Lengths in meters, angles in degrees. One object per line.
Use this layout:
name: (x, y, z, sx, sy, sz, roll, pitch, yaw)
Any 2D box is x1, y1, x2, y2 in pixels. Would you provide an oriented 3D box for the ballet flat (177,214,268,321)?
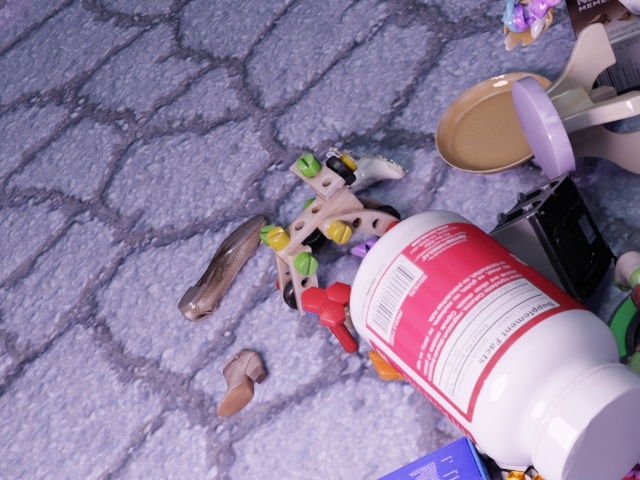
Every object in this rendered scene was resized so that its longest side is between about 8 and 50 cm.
ballet flat: (-0.168, 0.052, 2.211, 0.084, 0.058, 0.250, -12, 36, 54)

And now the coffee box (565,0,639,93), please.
coffee box: (0.585, -0.376, 2.071, 0.297, 0.119, 0.168, -18, 44, 17)

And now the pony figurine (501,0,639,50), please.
pony figurine: (0.454, -0.498, 2.016, 0.363, 0.303, 0.351, -60, 13, -24)

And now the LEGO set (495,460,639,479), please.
LEGO set: (0.323, 0.345, 1.610, 0.227, 0.093, 0.087, 1, 21, 39)

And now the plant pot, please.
plant pot: (0.319, -0.201, 2.145, 0.236, 0.032, 0.236, -18, 44, 19)

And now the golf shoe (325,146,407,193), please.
golf shoe: (0.079, -0.115, 2.209, 0.176, 0.069, 0.086, 10, 78, 42)

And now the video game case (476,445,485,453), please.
video game case: (0.302, 0.215, 1.740, 0.173, 0.022, 0.190, -20, 27, 16)

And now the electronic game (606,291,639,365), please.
electronic game: (0.509, 0.136, 1.701, 0.229, 0.048, 0.229, -18, 44, 18)

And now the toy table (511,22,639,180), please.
toy table: (0.412, -0.197, 1.921, 0.161, 0.252, 0.274, -22, 22, 3)

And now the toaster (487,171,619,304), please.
toaster: (0.343, 0.015, 1.800, 0.110, 0.185, 0.168, -22, 13, 39)

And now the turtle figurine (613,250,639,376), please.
turtle figurine: (0.493, 0.137, 1.611, 0.198, 0.275, 0.266, -42, 25, 24)

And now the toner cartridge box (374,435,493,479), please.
toner cartridge box: (0.087, 0.423, 1.684, 0.348, 0.075, 0.165, -28, 43, 8)

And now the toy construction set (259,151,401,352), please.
toy construction set: (0.000, 0.000, 2.008, 0.258, 0.237, 0.308, -24, 44, 12)

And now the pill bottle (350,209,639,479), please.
pill bottle: (0.240, 0.147, 1.604, 0.229, 0.229, 0.408, -42, 48, -8)

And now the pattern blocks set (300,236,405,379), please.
pattern blocks set: (0.165, 0.106, 1.849, 0.325, 0.026, 0.285, 35, 58, 27)

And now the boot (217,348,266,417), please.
boot: (-0.142, 0.234, 2.035, 0.118, 0.042, 0.087, -42, 36, -9)
